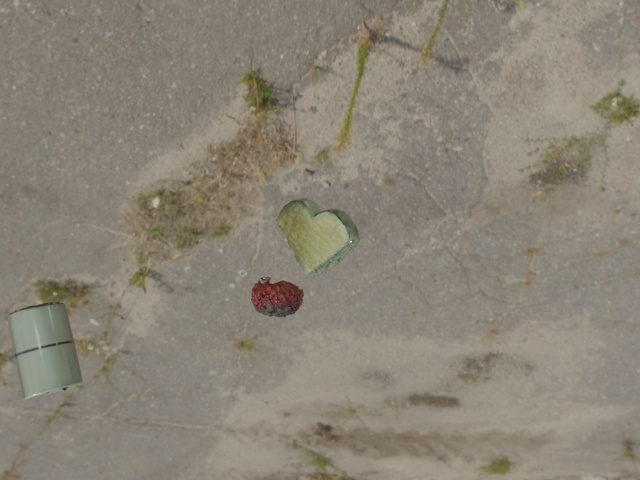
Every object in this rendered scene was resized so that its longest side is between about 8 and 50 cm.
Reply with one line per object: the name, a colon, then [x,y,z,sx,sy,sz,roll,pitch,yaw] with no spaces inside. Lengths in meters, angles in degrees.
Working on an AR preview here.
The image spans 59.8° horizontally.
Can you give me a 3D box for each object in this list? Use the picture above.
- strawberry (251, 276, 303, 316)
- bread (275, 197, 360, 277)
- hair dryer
strawberry: [-0.113,0.154,1.460,0.145,0.086,0.145,-2,153,-1]
bread: [0.000,0.000,1.186,0.232,0.064,0.172,18,113,46]
hair dryer: [-0.683,0.285,1.386,0.128,0.203,0.362,-13,169,-28]
